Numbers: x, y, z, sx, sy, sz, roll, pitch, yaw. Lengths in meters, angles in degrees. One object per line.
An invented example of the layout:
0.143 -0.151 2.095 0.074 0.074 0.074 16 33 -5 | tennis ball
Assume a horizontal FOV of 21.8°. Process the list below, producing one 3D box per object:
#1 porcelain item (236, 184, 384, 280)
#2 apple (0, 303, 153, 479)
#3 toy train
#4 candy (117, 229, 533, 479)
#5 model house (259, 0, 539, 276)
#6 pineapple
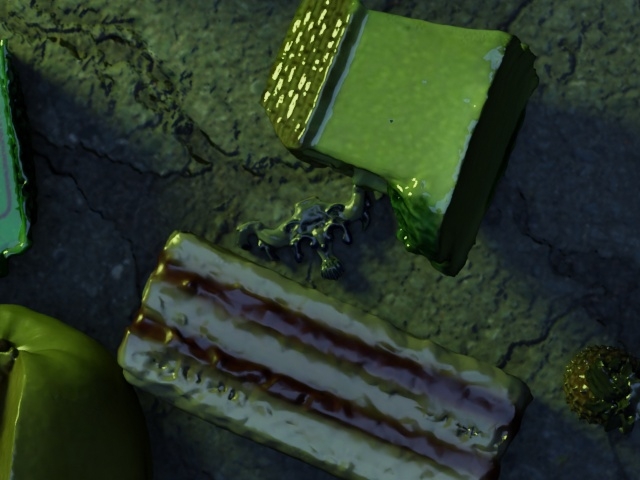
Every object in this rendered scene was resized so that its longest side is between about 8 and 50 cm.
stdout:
0.000 0.000 1.432 0.136 0.021 0.075 -22 88 3 | porcelain item
-0.274 0.185 1.308 0.292 0.292 0.254 17 106 3 | apple
-0.337 -0.062 1.402 0.188 0.132 0.243 -7 89 -5 | toy train
0.006 0.114 1.354 0.321 0.179 0.135 25 89 2 | candy
0.056 -0.095 1.351 0.189 0.214 0.195 22 92 13 | model house
0.241 0.120 1.350 0.074 0.159 0.074 0 89 0 | pineapple
